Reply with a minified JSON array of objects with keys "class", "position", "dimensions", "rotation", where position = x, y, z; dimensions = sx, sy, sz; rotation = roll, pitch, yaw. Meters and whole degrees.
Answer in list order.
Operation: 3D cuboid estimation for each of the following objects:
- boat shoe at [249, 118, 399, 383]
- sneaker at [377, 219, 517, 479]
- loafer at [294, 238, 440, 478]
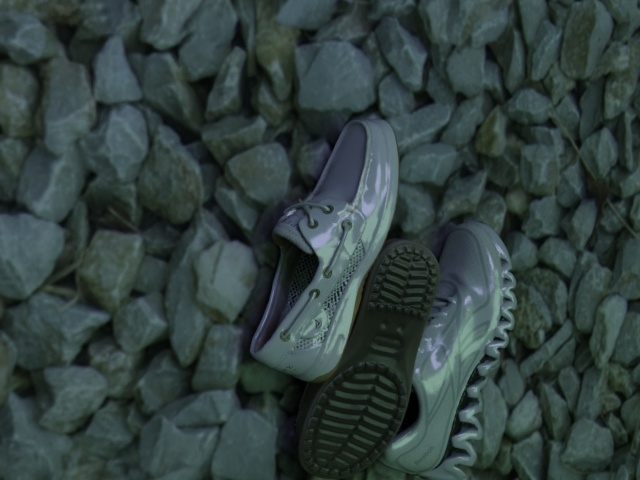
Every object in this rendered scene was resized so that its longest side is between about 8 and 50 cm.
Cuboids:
[{"class":"boat shoe","position":[0.000,0.000,1.391],"dimensions":[0.096,0.098,0.277],"rotation":[20,82,-29]},{"class":"sneaker","position":[0.130,0.117,1.516],"dimensions":[0.118,0.110,0.292],"rotation":[14,87,-31]},{"class":"loafer","position":[0.048,0.120,1.451],"dimensions":[0.102,0.092,0.269],"rotation":[21,98,-15]}]
